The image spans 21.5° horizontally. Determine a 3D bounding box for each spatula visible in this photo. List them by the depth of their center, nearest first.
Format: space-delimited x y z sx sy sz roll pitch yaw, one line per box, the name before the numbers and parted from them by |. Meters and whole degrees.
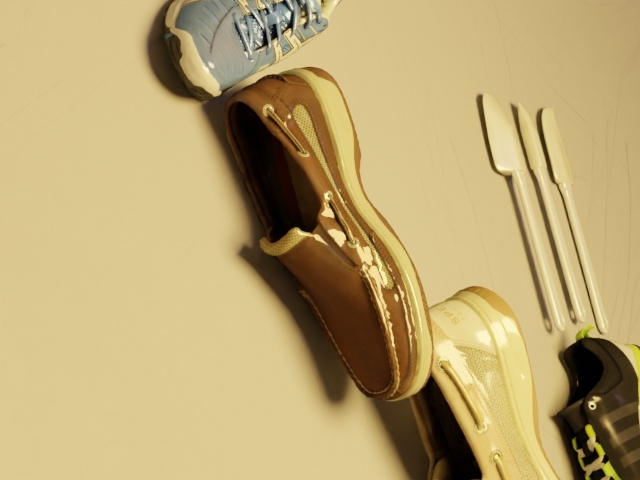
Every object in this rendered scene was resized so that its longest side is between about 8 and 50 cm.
spatula | 0.223 -0.024 1.649 0.168 0.019 0.242 6 68 -61

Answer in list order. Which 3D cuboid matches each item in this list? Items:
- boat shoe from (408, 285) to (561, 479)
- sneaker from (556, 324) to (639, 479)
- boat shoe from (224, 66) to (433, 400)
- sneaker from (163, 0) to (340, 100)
boat shoe | 0.125 0.191 1.306 0.098 0.109 0.302 -22 104 -29
sneaker | 0.252 0.187 1.538 0.097 0.084 0.234 22 50 -21
boat shoe | -0.005 0.003 1.228 0.095 0.095 0.257 -16 80 -44
sneaker | -0.046 -0.170 1.255 0.080 0.081 0.211 62 34 -16
